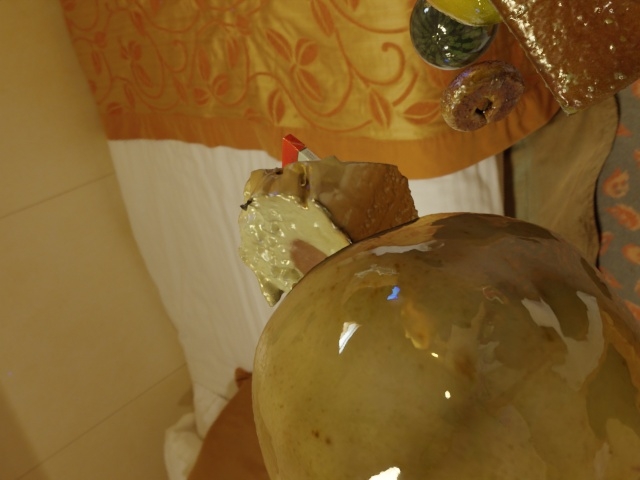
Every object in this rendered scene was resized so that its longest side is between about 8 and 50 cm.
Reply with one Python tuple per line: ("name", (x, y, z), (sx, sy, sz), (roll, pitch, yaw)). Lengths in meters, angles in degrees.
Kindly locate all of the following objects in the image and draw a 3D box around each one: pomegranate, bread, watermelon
("pomegranate", (0.084, 0.118, 0.454), (0.319, 0.319, 0.319), (26, 132, 33))
("bread", (-0.003, 0.010, 0.671), (0.184, 0.211, 0.223), (-12, 80, 42))
("bread", (0.364, -0.316, 0.807), (0.184, 0.110, 0.234), (-35, 97, 26))
("bread", (0.350, -0.314, 1.268), (0.193, 0.193, 0.063), (118, 142, -48))
("watermelon", (0.310, -0.506, 1.364), (0.212, 0.212, 0.212), (26, 132, 33))

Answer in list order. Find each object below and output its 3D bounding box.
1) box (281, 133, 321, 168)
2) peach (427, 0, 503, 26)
("box", (-0.020, -0.179, 1.632), (0.245, 0.035, 0.139), (44, 151, 25))
("peach", (0.268, -0.475, 0.962), (0.231, 0.231, 0.230), (26, 132, 33))
